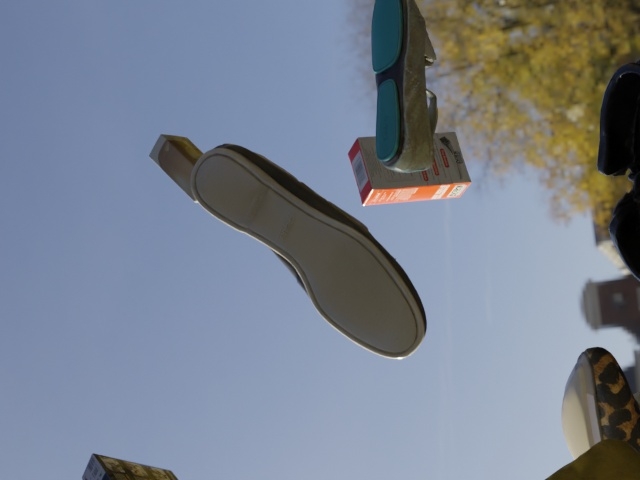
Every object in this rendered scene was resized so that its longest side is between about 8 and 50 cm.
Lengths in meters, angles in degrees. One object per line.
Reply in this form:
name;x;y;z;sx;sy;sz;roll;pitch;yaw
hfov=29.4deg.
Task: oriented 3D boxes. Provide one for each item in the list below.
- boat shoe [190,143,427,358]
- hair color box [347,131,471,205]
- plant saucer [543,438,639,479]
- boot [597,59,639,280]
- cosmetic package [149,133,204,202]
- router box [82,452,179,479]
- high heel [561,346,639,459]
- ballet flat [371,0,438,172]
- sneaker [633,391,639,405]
boat shoe;0.000;0.000;1.399;0.335;0.112;0.095;40;-156;13
hair color box;0.135;-0.110;1.848;0.053;0.167;0.093;122;139;-58
plant saucer;0.097;0.289;0.467;0.332;0.081;0.333;-22;-82;-40
boot;0.290;-0.139;0.815;0.222;0.118;0.338;-20;-68;-23
cosmetic package;-0.184;-0.101;1.729;0.060;0.115;0.041;1;-54;-55
router box;-0.240;0.364;1.692;0.133;0.179;0.046;20;-82;-32
high heel;0.281;0.146;0.897;0.093;0.186;0.261;-108;-2;-53
ballet flat;0.073;-0.138;1.037;0.052;0.057;0.168;6;-99;-30
sneaker;0.363;0.244;1.470;0.134;0.051;0.070;-53;-8;-35
